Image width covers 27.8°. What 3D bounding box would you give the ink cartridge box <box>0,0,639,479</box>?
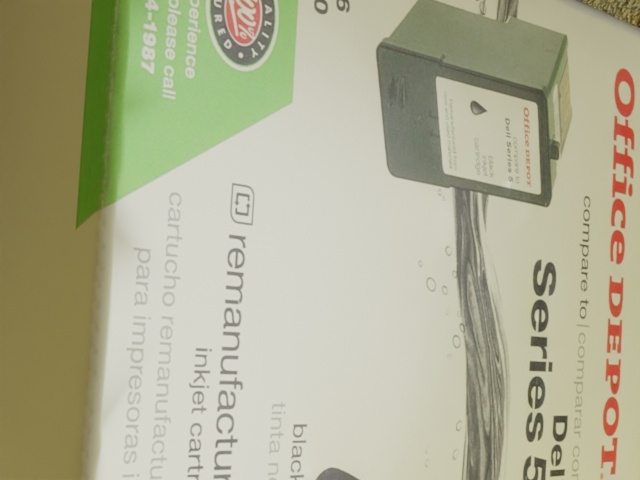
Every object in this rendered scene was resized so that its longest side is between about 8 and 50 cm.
[{"bbox_3d":[0.000,0.000,0.442,0.272,0.114,0.199,7,84,-47],"label":"ink cartridge box"}]
